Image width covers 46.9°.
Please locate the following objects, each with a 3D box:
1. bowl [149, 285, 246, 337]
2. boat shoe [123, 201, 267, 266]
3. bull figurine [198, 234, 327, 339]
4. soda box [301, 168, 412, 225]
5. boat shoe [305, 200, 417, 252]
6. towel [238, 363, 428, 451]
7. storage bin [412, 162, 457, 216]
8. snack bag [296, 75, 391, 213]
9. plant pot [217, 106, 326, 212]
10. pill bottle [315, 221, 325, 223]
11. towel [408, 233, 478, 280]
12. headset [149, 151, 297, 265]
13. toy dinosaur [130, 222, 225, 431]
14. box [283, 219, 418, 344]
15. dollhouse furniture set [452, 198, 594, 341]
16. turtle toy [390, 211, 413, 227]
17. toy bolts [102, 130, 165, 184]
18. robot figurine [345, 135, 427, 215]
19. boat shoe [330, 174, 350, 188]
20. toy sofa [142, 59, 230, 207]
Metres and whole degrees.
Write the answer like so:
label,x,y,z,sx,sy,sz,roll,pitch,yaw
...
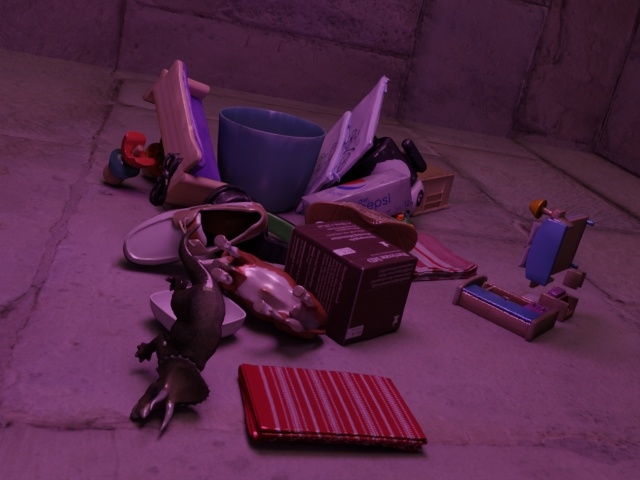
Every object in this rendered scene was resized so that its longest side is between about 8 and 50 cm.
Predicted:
label,x,y,z,sx,sy,sz,roll,pitch,yaw
bowl,-0.221,0.138,1.320,0.142,0.053,0.142,-9,29,-45
boat shoe,-0.257,-0.022,1.512,0.302,0.113,0.103,-18,1,-12
bull figurine,-0.124,0.084,1.386,0.310,0.101,0.188,27,-9,19
soda box,0.099,-0.100,1.944,0.286,0.098,0.091,-19,28,-21
boat shoe,0.097,-0.034,1.836,0.285,0.104,0.089,17,13,-10
towel,0.011,0.261,1.166,0.275,0.031,0.199,8,19,-17
storage bin,0.260,-0.190,2.380,0.262,0.123,0.260,27,25,31
snack bag,0.059,-0.266,2.049,0.037,0.342,0.323,33,45,-17
plant pot,-0.153,-0.216,2.034,0.293,0.235,0.293,12,21,-5
pill bottle,0.000,0.000,1.772,0.043,0.083,0.043,11,20,-4
towel,0.207,0.036,1.873,0.329,0.037,0.237,-1,24,-33
headset,-0.190,-0.063,1.681,0.394,0.185,0.243,17,17,-24
toy dinosaur,-0.196,0.133,1.137,0.121,0.313,0.160,30,-17,-35
box,0.052,0.077,1.478,0.168,0.167,0.203,-8,29,-44
dollhouse furniture set,0.479,0.028,1.672,0.198,0.303,0.286,28,25,33
turtle toy,0.206,-0.052,2.021,0.095,0.066,0.130,-1,1,24
toy bolts,-0.458,-0.176,1.968,0.228,0.158,0.218,4,60,-50
robot figurine,0.179,-0.186,2.128,0.278,0.209,0.173,53,39,-14
boat shoe,0.007,-0.203,2.274,0.307,0.111,0.104,12,21,-2
toy sofa,-0.329,-0.272,1.901,0.150,0.177,0.362,14,49,-44
